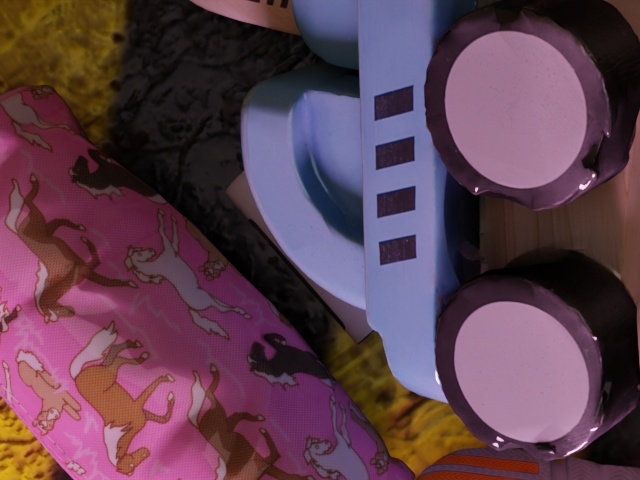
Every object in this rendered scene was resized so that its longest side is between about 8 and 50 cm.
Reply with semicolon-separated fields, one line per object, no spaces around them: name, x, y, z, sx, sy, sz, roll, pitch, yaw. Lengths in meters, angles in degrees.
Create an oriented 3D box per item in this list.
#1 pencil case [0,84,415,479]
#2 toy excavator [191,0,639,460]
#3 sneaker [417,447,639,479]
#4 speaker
pencil case;-0.118;0.080;0.960;0.386;0.167;0.160;47;126;3
toy excavator;0.022;-0.126;0.908;0.445;0.222;0.433;11;114;35
sneaker;0.211;0.236;0.938;0.321;0.124;0.180;8;114;14
speaker;0.000;0.000;0.993;0.055;0.055;0.136;-42;87;6
